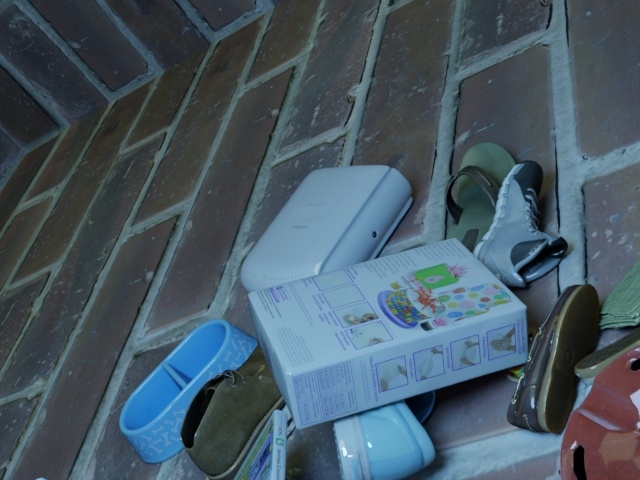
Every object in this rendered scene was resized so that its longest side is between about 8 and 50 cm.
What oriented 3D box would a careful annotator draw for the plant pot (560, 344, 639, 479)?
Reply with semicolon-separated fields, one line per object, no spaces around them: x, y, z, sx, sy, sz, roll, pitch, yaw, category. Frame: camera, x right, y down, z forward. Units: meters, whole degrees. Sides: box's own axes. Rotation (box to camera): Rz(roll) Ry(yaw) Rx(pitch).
0.357;0.224;0.793;0.272;0.265;0.272;-32;37;28;plant pot

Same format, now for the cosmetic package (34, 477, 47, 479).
-0.321;0.556;1.049;0.327;0.394;0.329;-30;31;18;cosmetic package

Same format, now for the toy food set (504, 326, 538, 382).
0.285;0.157;1.266;0.083;0.020;0.082;-47;30;-13;toy food set

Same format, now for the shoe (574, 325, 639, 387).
0.417;0.125;1.130;0.219;0.058;0.076;-31;-2;9;shoe

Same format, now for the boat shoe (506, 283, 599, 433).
0.295;0.146;1.199;0.073;0.073;0.207;-3;53;52;boat shoe

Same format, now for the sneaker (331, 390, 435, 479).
0.085;0.225;1.339;0.150;0.135;0.366;-7;27;-2;sneaker

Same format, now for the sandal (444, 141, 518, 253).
0.255;-0.066;1.538;0.120;0.086;0.303;-19;36;34;sandal

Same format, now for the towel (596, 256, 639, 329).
0.422;0.057;1.206;0.148;0.027;0.110;-48;7;-13;towel

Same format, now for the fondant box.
0.088;0.118;1.294;0.330;0.096;0.238;-15;26;-10;fondant box

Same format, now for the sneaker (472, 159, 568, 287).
0.326;-0.020;1.413;0.132;0.086;0.229;5;63;46;sneaker

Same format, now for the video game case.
-0.097;0.376;1.308;0.193;0.023;0.212;-90;24;-54;video game case

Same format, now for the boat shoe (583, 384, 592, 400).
0.390;0.199;1.054;0.183;0.065;0.083;-17;50;33;boat shoe

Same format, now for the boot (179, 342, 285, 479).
-0.125;0.242;1.538;0.112;0.115;0.305;-13;38;43;boot

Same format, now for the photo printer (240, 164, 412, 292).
0.000;0.000;1.727;0.256;0.107;0.307;2;50;51;photo printer

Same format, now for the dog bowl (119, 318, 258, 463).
-0.243;0.263;1.688;0.297;0.074;0.166;-46;29;-10;dog bowl
